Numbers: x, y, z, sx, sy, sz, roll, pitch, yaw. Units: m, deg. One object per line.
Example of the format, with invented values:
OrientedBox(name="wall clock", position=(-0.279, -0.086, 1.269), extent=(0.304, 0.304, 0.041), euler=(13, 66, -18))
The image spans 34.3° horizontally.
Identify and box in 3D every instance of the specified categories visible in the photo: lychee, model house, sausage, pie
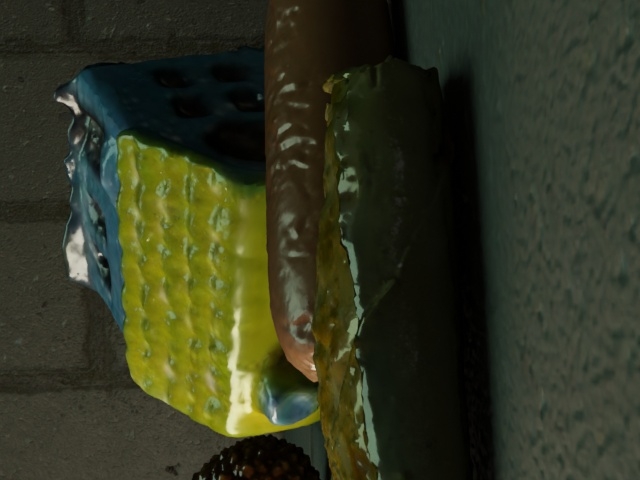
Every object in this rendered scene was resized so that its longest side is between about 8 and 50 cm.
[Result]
OrientedBox(name="lychee", position=(-0.080, 0.332, 1.168), extent=(0.200, 0.200, 0.238), euler=(-99, 21, -61))
OrientedBox(name="model house", position=(-0.071, 0.000, 0.844), extent=(0.303, 0.216, 0.237), euler=(45, 139, 51))
OrientedBox(name="sausage", position=(0.008, -0.052, 0.615), extent=(0.086, 0.086, 0.289), euler=(99, 169, -65))
OrientedBox(name="pie", position=(0.032, 0.060, 0.467), extent=(0.128, 0.068, 0.282), euler=(111, 154, -81))
